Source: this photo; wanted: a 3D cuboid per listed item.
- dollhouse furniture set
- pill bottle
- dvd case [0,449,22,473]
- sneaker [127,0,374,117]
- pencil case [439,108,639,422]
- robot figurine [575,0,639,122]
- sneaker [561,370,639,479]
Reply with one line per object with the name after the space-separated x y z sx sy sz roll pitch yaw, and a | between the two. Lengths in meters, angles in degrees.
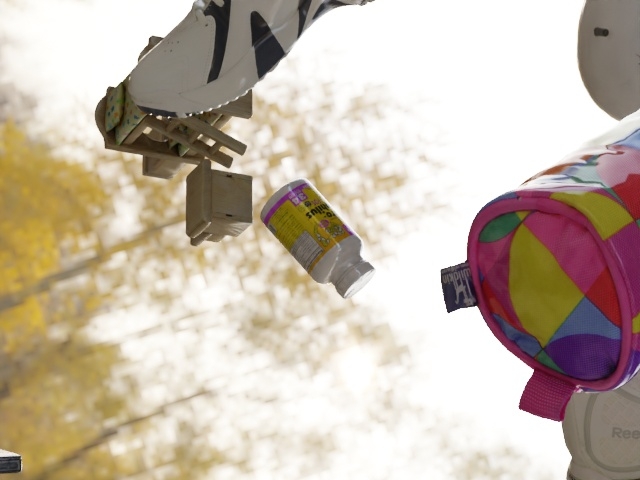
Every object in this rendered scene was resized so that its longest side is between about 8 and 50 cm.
-0.140 -0.058 1.539 0.182 0.101 0.161 -39 -133 56 | dollhouse furniture set
0.000 0.000 1.237 0.083 0.043 0.043 48 -22 15 | pill bottle
-0.360 0.180 1.516 0.221 0.165 0.018 -1 -91 64 | dvd case
-0.058 -0.197 1.232 0.153 0.235 0.094 53 15 -31 | sneaker
0.163 -0.015 0.821 0.104 0.236 0.104 28 -48 35 | pencil case
0.367 -0.174 1.615 0.209 0.278 0.173 103 -6 -57 | robot figurine
0.252 0.050 0.971 0.110 0.292 0.118 20 -48 63 | sneaker
